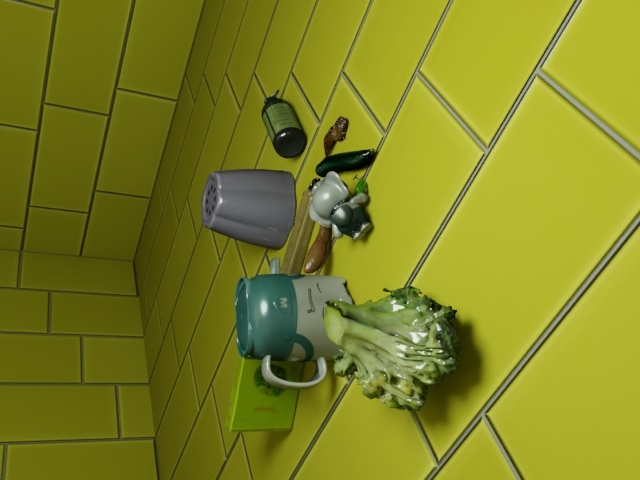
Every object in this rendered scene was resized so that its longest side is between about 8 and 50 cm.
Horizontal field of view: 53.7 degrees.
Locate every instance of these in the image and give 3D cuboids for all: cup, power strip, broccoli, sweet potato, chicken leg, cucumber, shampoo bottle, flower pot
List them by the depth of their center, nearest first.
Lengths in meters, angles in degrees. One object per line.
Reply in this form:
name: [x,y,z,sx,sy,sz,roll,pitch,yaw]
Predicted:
broccoli: [0.117,0.197,1.192,0.288,0.245,0.248,122,150,-41]
cup: [-0.070,0.221,1.558,0.219,0.257,0.290,133,136,-57]
cucumber: [0.053,-0.199,1.626,0.284,0.056,0.056,-6,78,63]
sweet potato: [0.000,0.000,1.660,0.050,0.050,0.214,-42,25,53]
chicken leg: [0.036,-0.274,1.707,0.145,0.037,0.062,-53,53,43]
power strip: [-0.059,-0.008,1.817,0.064,0.044,0.306,46,123,57]
shampoo bottle: [-0.125,-0.372,1.966,0.101,0.101,0.284,-64,33,34]
flower pot: [-0.232,-0.116,1.969,0.265,0.243,0.265,-29,56,56]

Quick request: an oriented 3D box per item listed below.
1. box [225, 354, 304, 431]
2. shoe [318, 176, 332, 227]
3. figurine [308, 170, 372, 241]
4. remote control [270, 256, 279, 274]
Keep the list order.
box: [-0.139,0.359,1.727,0.047,0.187,0.335,23,104,61]
shoe: [0.026,-0.105,1.653,0.071,0.063,0.143,-22,57,42]
figurine: [0.044,-0.084,1.531,0.192,0.126,0.147,45,118,18]
remote control: [-0.143,0.115,1.977,0.053,0.017,0.125,-36,53,57]
